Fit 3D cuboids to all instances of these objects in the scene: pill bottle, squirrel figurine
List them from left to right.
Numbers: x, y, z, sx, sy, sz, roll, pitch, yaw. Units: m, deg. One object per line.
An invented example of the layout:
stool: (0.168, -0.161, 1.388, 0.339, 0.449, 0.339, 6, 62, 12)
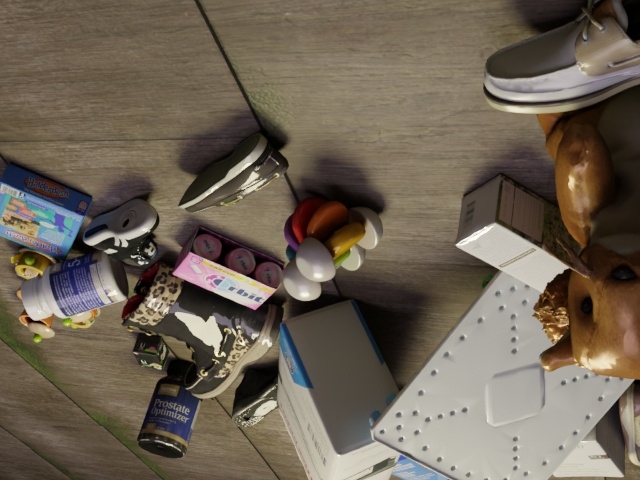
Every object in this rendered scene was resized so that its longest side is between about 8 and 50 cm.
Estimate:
pill bottle: (-0.486, 0.092, 1.661, 0.187, 0.112, 0.112, -18, 143, 1)
pill bottle: (-0.359, 0.411, 2.064, 0.123, 0.219, 0.122, 10, 148, 6)
squirrel figurine: (0.389, 0.022, 1.018, 0.281, 0.370, 0.397, 3, 146, 18)

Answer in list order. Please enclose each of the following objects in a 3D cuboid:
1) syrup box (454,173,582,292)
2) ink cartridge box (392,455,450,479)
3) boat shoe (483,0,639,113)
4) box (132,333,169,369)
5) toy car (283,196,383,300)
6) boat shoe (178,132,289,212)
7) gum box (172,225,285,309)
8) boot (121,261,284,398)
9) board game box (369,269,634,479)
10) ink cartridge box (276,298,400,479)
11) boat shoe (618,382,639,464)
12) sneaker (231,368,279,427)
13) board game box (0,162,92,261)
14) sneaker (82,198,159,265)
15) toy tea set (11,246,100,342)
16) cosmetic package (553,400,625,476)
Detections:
syrup box: (0.329, 0.005, 1.277, 0.237, 0.093, 0.096, 27, 145, -20)
ink cartridge box: (0.274, 0.475, 1.982, 0.396, 0.151, 0.270, 28, 146, -17)
boat shoe: (0.322, -0.224, 0.923, 0.303, 0.113, 0.103, -11, 139, 18)
box: (-0.407, 0.268, 2.018, 0.062, 0.052, 0.083, 8, 147, 9)
toy car: (0.000, 0.000, 1.380, 0.136, 0.159, 0.182, 49, 148, 10)
boat shoe: (-0.142, -0.090, 1.331, 0.069, 0.081, 0.228, 37, 139, -25)
gum box: (-0.169, 0.056, 1.586, 0.188, 0.062, 0.107, 25, 147, -16)
boot: (-0.280, 0.193, 1.770, 0.284, 0.138, 0.377, 26, 142, -20)
board game box: (0.337, 0.264, 1.496, 0.390, 0.050, 0.390, 32, 101, -26)
ink cartridge box: (0.034, 0.346, 1.719, 0.166, 0.285, 0.395, -18, 151, -15)
boat shoe: (0.674, 0.383, 1.720, 0.092, 0.102, 0.285, 0, 139, 31)
sneaker: (-0.116, 0.340, 1.998, 0.228, 0.130, 0.087, -34, 124, 16)
board game box: (-0.532, -0.048, 1.584, 0.160, 0.047, 0.210, 24, 147, -16)
sneaker: (-0.331, -0.009, 1.547, 0.217, 0.079, 0.121, -9, 145, 46)
toy tea set: (-0.587, 0.153, 1.845, 0.200, 0.124, 0.336, 18, 148, -6)
cosmetic package: (0.525, 0.381, 1.726, 0.151, 0.151, 0.183, -12, 139, 34)
